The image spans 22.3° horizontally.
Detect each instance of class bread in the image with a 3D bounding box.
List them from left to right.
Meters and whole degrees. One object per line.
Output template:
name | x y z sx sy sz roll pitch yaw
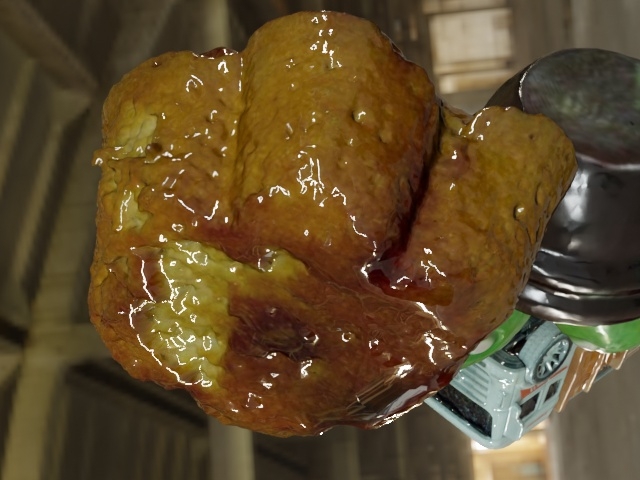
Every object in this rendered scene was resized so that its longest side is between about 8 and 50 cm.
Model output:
bread | -0.013 -0.002 0.826 0.247 0.232 0.135 -44 24 47

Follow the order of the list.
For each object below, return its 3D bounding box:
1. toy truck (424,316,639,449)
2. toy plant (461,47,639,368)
toy truck | 0.206 0.059 1.404 0.305 0.136 0.162 -29 -37 -36
toy plant | 0.142 -0.002 1.047 0.235 0.218 0.175 105 162 -44
